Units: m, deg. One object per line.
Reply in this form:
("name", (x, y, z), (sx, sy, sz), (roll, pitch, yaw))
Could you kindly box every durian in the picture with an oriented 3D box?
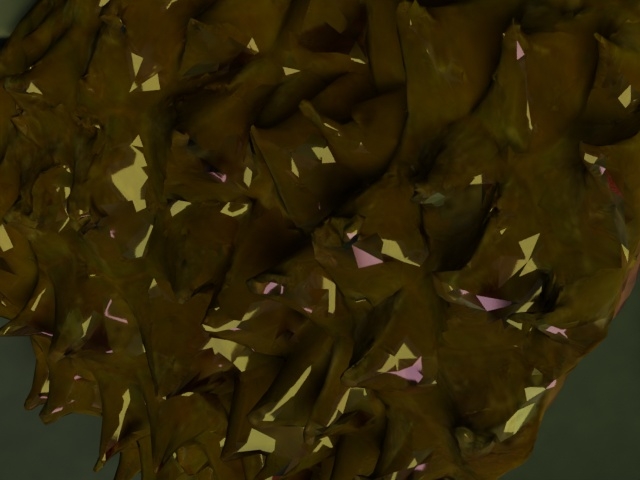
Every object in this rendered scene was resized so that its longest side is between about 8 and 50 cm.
("durian", (-0.003, -0.014, 0.436), (0.195, 0.185, 0.305), (33, 121, 4))
